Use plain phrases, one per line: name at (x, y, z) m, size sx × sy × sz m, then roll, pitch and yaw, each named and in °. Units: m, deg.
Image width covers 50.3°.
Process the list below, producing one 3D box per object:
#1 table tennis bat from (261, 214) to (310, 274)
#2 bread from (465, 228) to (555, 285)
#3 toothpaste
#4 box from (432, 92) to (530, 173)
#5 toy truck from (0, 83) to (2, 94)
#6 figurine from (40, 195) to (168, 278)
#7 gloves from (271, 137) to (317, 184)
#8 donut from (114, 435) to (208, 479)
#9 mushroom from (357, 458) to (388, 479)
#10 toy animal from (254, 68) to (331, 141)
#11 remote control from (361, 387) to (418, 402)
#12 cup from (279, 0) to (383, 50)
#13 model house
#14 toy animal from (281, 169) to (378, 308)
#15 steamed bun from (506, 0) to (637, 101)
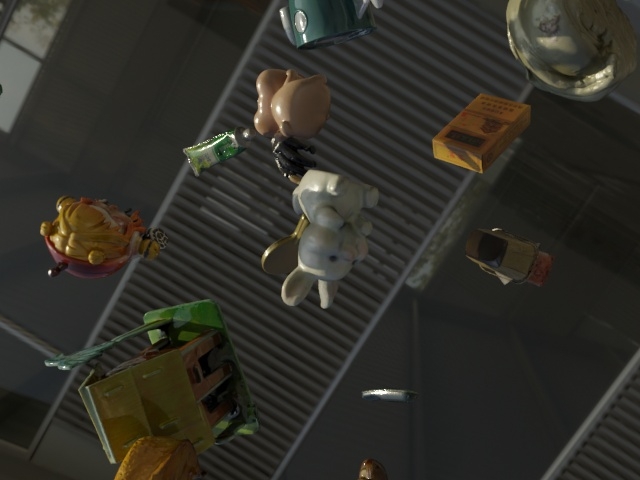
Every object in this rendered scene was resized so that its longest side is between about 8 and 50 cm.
table tennis bat at (-0.087, 0.016, 2.318) m, size 0.198 × 0.321 × 0.050 m, roll -4°, pitch -127°, yaw -30°
bread at (0.522, 0.053, 1.869) m, size 0.212 × 0.142 × 0.224 m, roll 21°, pitch -175°, yaw -26°
toothpaste at (-0.234, -0.212, 1.581) m, size 0.047 × 0.248 × 0.078 m, roll -37°, pitch -74°, yaw -44°
box at (0.489, -0.328, 2.058) m, size 0.174 × 0.274 × 0.076 m, roll 24°, pitch 145°, yaw 37°
toy truck at (-0.761, -0.381, 1.501) m, size 0.154 × 0.078 × 0.080 m, roll 45°, pitch -149°, yaw 25°
figurine at (-0.580, -0.005, 1.791) m, size 0.320 × 0.196 × 0.323 m, roll 26°, pitch -168°, yaw 13°
gloves at (-0.085, -0.241, 1.976) m, size 0.106 × 0.129 × 0.180 m, roll 1°, pitch -111°, yaw -41°
donut at (-0.276, 0.438, 1.119) m, size 0.118 × 0.253 × 0.253 m, roll 17°, pitch -168°, yaw 5°
mushroom at (0.126, 0.625, 1.750) m, size 0.087 × 0.127 × 0.127 m, roll 10°, pitch -163°, yaw -11°
toy animal at (-0.068, -0.311, 1.558) m, size 0.171 × 0.171 × 0.198 m, roll 24°, pitch -177°, yaw -31°
remote control at (0.219, 0.492, 2.171) m, size 0.072 × 0.042 × 0.222 m, roll 20°, pitch 158°, yaw -33°
cup at (0.011, -0.473, 1.317) m, size 0.167 × 0.173 × 0.300 m, roll -22°, pitch -168°, yaw -35°
model house at (-0.362, 0.323, 1.338) m, size 0.323 × 0.340 × 0.300 m, roll -32°, pitch -73°, yaw -63°
toy animal at (0.007, -0.003, 1.816) m, size 0.196 × 0.367 × 0.241 m, roll 11°, pitch 173°, yaw -41°
steamed bun at (0.517, -0.436, 1.469) m, size 0.310 × 0.219 × 0.324 m, roll 39°, pitch -133°, yaw -20°
